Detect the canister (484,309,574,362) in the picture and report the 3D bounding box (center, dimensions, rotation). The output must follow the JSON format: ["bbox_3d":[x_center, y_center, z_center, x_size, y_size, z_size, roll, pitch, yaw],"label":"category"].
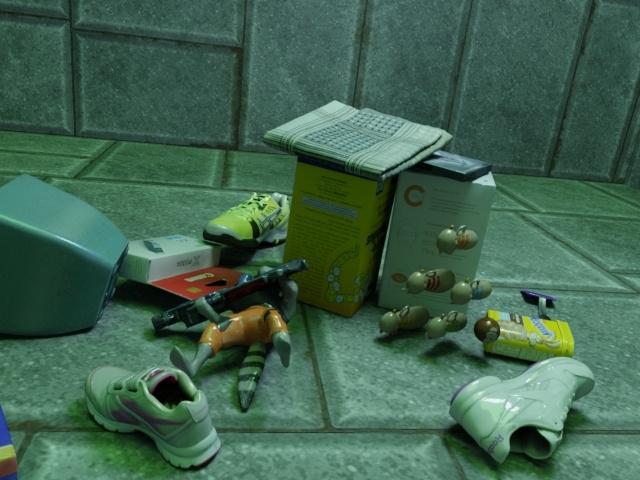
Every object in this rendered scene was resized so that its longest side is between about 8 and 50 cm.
[{"bbox_3d":[0.448,0.212,1.193,0.169,0.073,0.126,9,21,11],"label":"canister"}]

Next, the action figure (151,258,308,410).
[{"bbox_3d":[-0.167,0.177,1.053,0.341,0.179,0.330,-21,10,11],"label":"action figure"}]

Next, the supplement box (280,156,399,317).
[{"bbox_3d":[0.047,-0.033,1.310,0.195,0.357,0.194,17,22,19],"label":"supplement box"}]

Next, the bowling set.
[{"bbox_3d":[0.273,0.126,1.127,0.154,0.287,0.200,-1,33,-47],"label":"bowling set"}]

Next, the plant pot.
[{"bbox_3d":[-0.537,0.046,1.097,0.252,0.248,0.247,19,17,-13],"label":"plant pot"}]

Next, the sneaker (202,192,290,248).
[{"bbox_3d":[-0.207,-0.064,1.557,0.145,0.147,0.384,14,11,18],"label":"sneaker"}]

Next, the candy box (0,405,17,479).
[{"bbox_3d":[-0.544,0.256,0.666,0.268,0.122,0.317,-8,26,-37],"label":"candy box"}]

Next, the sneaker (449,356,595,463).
[{"bbox_3d":[0.368,0.294,0.929,0.305,0.114,0.152,-8,38,-26],"label":"sneaker"}]

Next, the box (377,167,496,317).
[{"bbox_3d":[0.276,-0.005,1.331,0.215,0.345,0.168,11,20,10],"label":"box"}]

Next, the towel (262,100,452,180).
[{"bbox_3d":[0.090,-0.235,1.217,0.312,0.056,0.324,22,35,30],"label":"towel"}]

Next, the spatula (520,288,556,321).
[{"bbox_3d":[0.566,0.177,1.388,0.084,0.030,0.296,13,20,10],"label":"spatula"}]

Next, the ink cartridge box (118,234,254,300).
[{"bbox_3d":[-0.322,0.055,1.311,0.261,0.066,0.296,14,10,19],"label":"ink cartridge box"}]

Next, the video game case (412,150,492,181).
[{"bbox_3d":[0.237,-0.192,1.271,0.274,0.026,0.196,20,23,28],"label":"video game case"}]

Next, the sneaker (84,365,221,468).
[{"bbox_3d":[-0.256,0.235,0.834,0.252,0.111,0.103,15,21,23],"label":"sneaker"}]
